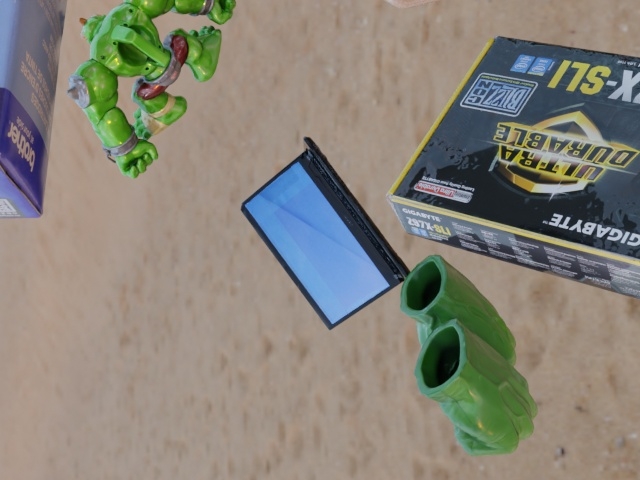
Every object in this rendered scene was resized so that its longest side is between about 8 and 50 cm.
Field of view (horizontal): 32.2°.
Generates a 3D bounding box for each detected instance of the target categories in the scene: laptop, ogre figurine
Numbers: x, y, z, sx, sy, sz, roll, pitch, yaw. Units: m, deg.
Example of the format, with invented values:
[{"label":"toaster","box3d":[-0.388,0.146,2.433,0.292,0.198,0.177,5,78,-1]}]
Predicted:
[{"label":"laptop","box3d":[0.000,0.000,1.521,0.234,0.136,0.264,53,179,0]},{"label":"ogre figurine","box3d":[-0.158,-0.169,1.020,0.197,0.118,0.097,-46,51,6]}]

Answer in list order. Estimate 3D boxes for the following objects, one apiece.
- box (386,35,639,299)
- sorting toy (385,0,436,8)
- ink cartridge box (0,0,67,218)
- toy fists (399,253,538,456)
[{"label":"box","box3d":[0.272,-0.088,1.200,0.322,0.257,0.079,18,152,37]},{"label":"sorting toy","box3d":[0.072,-0.257,0.931,0.193,0.208,0.038,40,132,36]},{"label":"ink cartridge box","box3d":[-0.337,-0.167,0.839,0.151,0.270,0.395,92,180,-74]},{"label":"toy fists","box3d":[0.167,0.136,1.270,0.096,0.142,0.279,-44,22,18]}]
